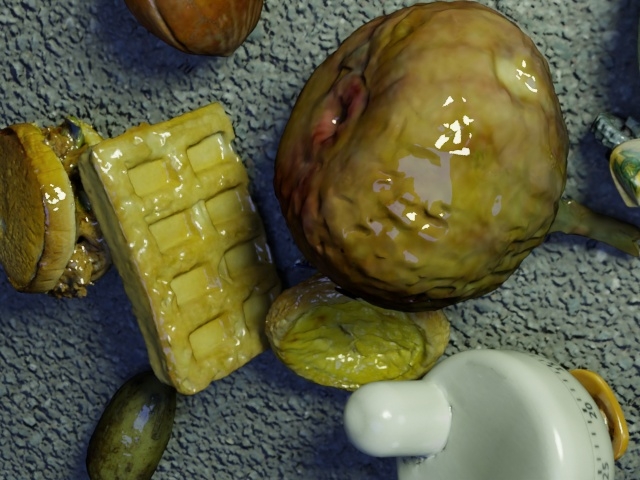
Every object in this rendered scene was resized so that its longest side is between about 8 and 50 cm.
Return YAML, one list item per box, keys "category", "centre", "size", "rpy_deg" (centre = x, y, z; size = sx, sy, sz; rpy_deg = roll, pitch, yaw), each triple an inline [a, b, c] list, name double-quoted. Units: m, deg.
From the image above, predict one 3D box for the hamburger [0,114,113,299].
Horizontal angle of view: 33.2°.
- category: "hamburger"
  centre: [-0.276, -0.029, 1.127]
  size: [0.182, 0.118, 0.191]
  rpy_deg: [-47, 57, 50]

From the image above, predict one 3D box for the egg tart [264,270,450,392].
- category: "egg tart"
  centre: [0.037, 0.082, 1.103]
  size: [0.191, 0.074, 0.191]
  rpy_deg: [1, 139, 1]

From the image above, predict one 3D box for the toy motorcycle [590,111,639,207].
- category: "toy motorcycle"
  centre: [0.347, -0.043, 0.979]
  size: [0.229, 0.130, 0.094]
  rpy_deg: [30, 113, 4]

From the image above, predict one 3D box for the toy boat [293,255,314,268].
- category: "toy boat"
  centre: [0.000, 0.000, 1.134]
  size: [0.038, 0.038, 0.083]
  rpy_deg: [41, 112, 0]

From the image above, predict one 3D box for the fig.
- category: "fig"
  centre: [0.154, -0.041, 0.991]
  size: [0.369, 0.286, 0.286]
  rpy_deg: [27, 113, -20]

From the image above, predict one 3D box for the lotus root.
- category: "lotus root"
  centre: [-0.218, 0.222, 1.232]
  size: [0.081, 0.089, 0.179]
  rpy_deg: [17, 108, -24]

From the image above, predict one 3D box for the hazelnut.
- category: "hazelnut"
  centre: [-0.114, -0.251, 1.026]
  size: [0.150, 0.150, 0.150]
  rpy_deg: [4, 108, 14]

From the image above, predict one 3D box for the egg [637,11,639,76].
- category: "egg"
  centre: [0.365, -0.207, 0.897]
  size: [0.183, 0.183, 0.264]
  rpy_deg: [25, 115, 6]

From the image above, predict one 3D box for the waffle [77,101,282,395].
- category: "waffle"
  centre: [-0.134, 0.006, 1.104]
  size: [0.057, 0.168, 0.274]
  rpy_deg: [-3, 109, 48]

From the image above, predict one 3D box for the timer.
- category: "timer"
  centre: [0.159, 0.218, 1.052]
  size: [0.233, 0.240, 0.233]
  rpy_deg: [-10, 77, 50]
